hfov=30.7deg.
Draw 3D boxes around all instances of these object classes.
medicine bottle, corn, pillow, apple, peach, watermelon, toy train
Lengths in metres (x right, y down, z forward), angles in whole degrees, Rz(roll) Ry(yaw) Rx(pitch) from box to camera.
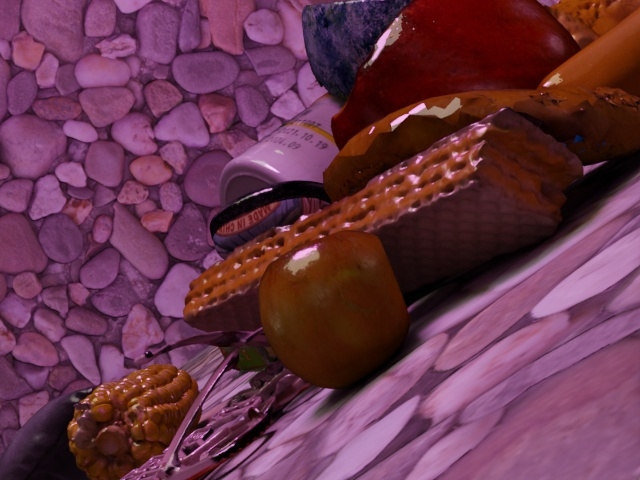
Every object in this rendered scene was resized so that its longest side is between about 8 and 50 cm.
[{"bbox_3d":[0.021,-0.063,1.555,0.232,0.238,0.238,-36,1,-29],"label":"medicine bottle"},{"bbox_3d":[-0.170,0.174,1.143,0.101,0.101,0.291,-36,-3,1],"label":"corn"},{"bbox_3d":[-0.281,0.237,1.267,0.186,0.106,0.250,-55,1,-7],"label":"pillow"},{"bbox_3d":[0.009,0.049,0.804,0.099,0.102,0.114,-23,-7,-2],"label":"apple"},{"bbox_3d":[0.148,-0.149,1.231,0.245,0.249,0.274,19,31,41],"label":"peach"},{"bbox_3d":[0.116,-0.233,1.487,0.318,0.148,0.226,7,12,37],"label":"watermelon"},{"bbox_3d":[-0.056,0.100,1.291,0.060,0.081,0.202,-37,8,-27],"label":"toy train"}]

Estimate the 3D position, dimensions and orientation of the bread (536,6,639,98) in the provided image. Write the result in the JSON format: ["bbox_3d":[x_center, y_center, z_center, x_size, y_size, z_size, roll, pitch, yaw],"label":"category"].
[{"bbox_3d":[0.316,-0.172,1.117,0.239,0.092,0.074,-37,34,-7],"label":"bread"}]

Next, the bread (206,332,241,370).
[{"bbox_3d":[-0.095,0.118,1.504,0.076,0.083,0.070,-36,4,-26],"label":"bread"}]

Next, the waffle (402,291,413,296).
[{"bbox_3d":[0.065,0.028,1.107,0.253,0.056,0.249,-38,2,-37],"label":"waffle"}]

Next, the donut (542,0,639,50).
[{"bbox_3d":[0.426,-0.307,1.511,0.435,0.163,0.377,-36,-1,37],"label":"donut"}]

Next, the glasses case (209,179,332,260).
[{"bbox_3d":[0.000,0.000,1.266,0.122,0.082,0.321,-27,-20,21],"label":"glasses case"}]

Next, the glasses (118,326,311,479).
[{"bbox_3d":[-0.089,0.121,0.900,0.255,0.095,0.162,-33,-6,-44],"label":"glasses"}]

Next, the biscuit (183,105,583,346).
[{"bbox_3d":[0.031,0.009,0.907,0.378,0.094,0.054,-25,48,44],"label":"biscuit"}]

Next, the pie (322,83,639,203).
[{"bbox_3d":[0.134,-0.072,0.934,0.273,0.069,0.273,-8,-5,-1],"label":"pie"}]
